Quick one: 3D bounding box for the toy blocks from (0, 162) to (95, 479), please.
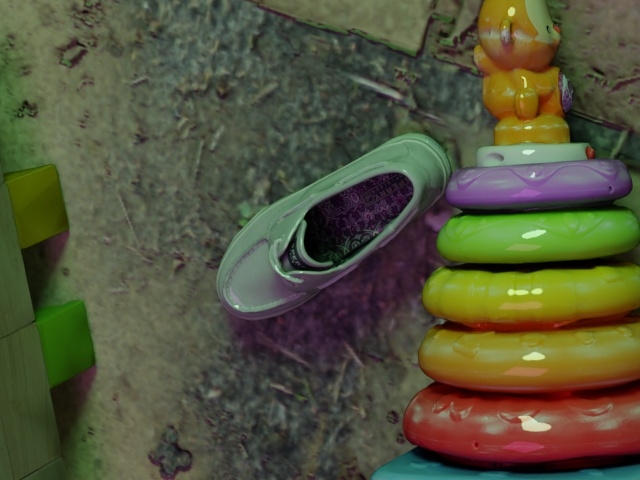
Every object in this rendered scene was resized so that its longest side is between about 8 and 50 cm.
[{"bbox_3d":[-0.320,0.065,1.176,0.261,0.191,0.381,1,108,35],"label":"toy blocks"}]

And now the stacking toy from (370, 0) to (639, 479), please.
[{"bbox_3d":[0.122,0.002,0.977,0.166,0.175,0.301,-2,93,23],"label":"stacking toy"}]

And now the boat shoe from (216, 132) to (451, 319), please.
[{"bbox_3d":[0.000,0.000,1.059,0.184,0.063,0.066,-27,96,28],"label":"boat shoe"}]
